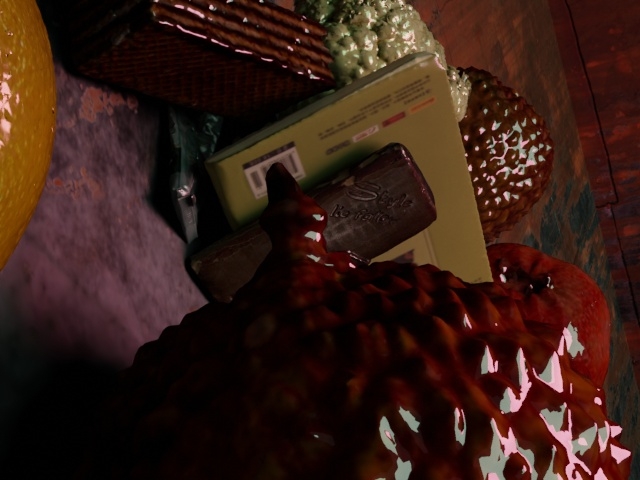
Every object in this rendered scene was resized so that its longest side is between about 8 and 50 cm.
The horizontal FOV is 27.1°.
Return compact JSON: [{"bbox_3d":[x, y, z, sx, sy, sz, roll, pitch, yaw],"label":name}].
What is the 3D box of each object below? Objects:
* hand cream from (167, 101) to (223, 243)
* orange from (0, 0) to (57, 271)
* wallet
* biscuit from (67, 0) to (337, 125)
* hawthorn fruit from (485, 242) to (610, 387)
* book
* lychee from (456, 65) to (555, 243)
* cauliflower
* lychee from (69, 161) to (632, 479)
[{"bbox_3d":[-0.111,-0.125,1.265,0.075,0.052,0.247,47,39,-52],"label":"hand cream"},{"bbox_3d":[-0.254,-0.066,0.608,0.274,0.274,0.274,-10,90,-68],"label":"orange"},{"bbox_3d":[0.000,0.000,1.265,0.122,0.232,0.031,57,4,-46],"label":"wallet"},{"bbox_3d":[-0.098,-0.170,1.168,0.252,0.106,0.070,12,63,-50],"label":"biscuit"},{"bbox_3d":[0.261,0.162,1.806,0.265,0.265,0.307,-69,161,-53],"label":"hawthorn fruit"},{"bbox_3d":[0.041,-0.010,1.324,0.035,0.239,0.352,57,-9,44],"label":"book"},{"bbox_3d":[0.194,-0.105,1.785,0.271,0.236,0.236,-60,139,-30],"label":"lychee"},{"bbox_3d":[0.022,-0.141,1.416,0.272,0.275,0.250,25,22,-44],"label":"cauliflower"},{"bbox_3d":[0.021,0.189,0.972,0.424,0.425,0.499,-23,106,-68],"label":"lychee"}]
